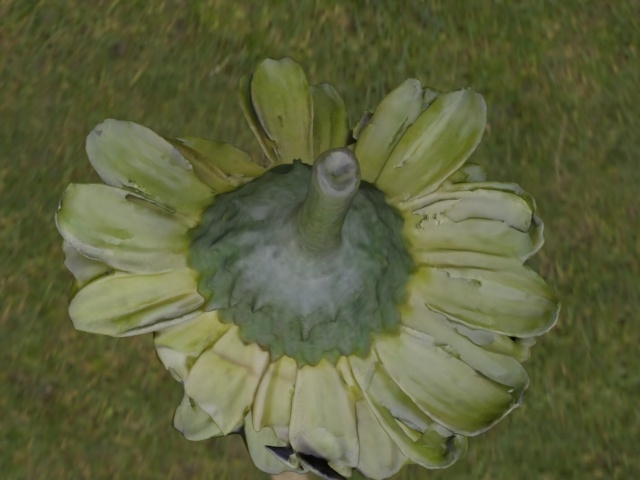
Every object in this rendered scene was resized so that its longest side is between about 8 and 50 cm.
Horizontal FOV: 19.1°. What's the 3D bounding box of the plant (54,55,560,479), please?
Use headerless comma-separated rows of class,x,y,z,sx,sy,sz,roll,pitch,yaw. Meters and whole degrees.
plant,0.000,0.037,1.177,0.306,0.297,0.261,-8,107,-9
